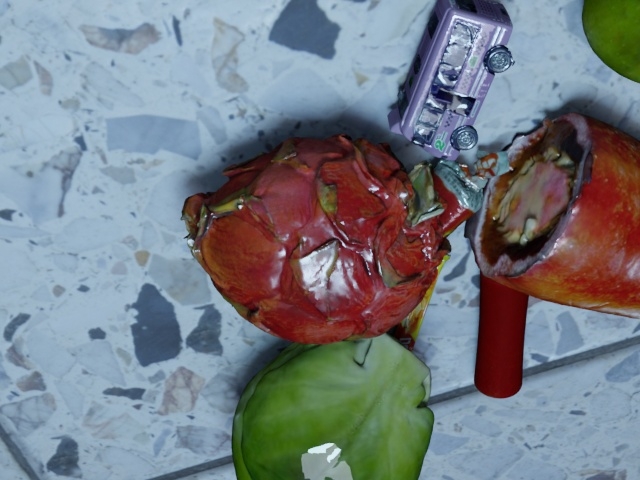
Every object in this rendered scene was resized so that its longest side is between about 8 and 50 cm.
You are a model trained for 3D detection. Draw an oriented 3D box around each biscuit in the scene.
[{"bbox_3d":[0.135,0.132,1.620,0.048,0.026,0.292,3,126,-17],"label":"biscuit"}]

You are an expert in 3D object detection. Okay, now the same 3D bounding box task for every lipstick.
[{"bbox_3d":[0.275,0.132,1.603,0.080,0.080,0.241,-5,125,-3],"label":"lipstick"}]

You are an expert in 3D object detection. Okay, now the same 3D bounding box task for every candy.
[{"bbox_3d":[0.145,-0.032,1.468,0.086,0.059,0.292,49,114,8],"label":"candy"}]

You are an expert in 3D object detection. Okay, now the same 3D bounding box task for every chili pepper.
[{"bbox_3d":[0.386,-0.026,1.446,0.305,0.229,0.251,13,94,-29],"label":"chili pepper"}]

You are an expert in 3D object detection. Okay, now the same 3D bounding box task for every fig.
[{"bbox_3d":[0.413,-0.279,1.265,0.181,0.191,0.181,0,87,2],"label":"fig"}]

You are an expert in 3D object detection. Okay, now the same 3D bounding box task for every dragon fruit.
[{"bbox_3d":[0.000,0.000,1.360,0.342,0.277,0.277,-17,126,18],"label":"dragon fruit"}]

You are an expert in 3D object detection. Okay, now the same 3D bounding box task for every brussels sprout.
[{"bbox_3d":[0.020,0.279,1.559,0.289,0.281,0.355,34,101,-8],"label":"brussels sprout"}]

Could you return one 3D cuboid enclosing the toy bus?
[{"bbox_3d":[0.166,-0.207,1.338,0.108,0.096,0.199,14,121,-11],"label":"toy bus"}]
